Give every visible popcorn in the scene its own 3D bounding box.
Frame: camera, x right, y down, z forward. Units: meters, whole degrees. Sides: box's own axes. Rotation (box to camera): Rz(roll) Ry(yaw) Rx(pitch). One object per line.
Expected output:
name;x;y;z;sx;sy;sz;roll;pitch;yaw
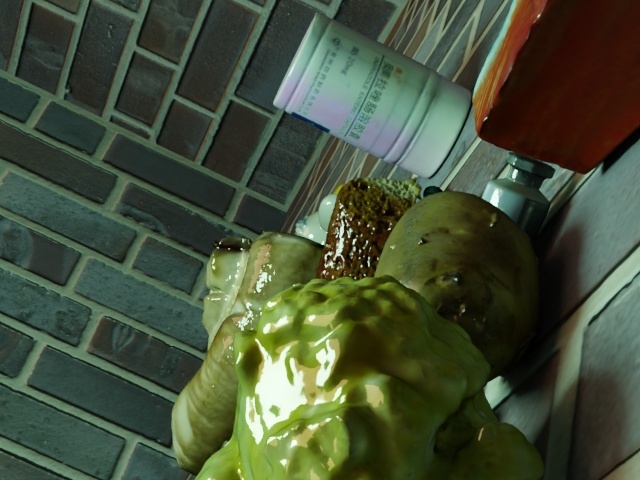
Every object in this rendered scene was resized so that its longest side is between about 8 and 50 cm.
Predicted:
popcorn;0.030;0.146;0.738;0.255;0.195;0.256;-25;76;46

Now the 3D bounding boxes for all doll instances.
doll;0.000;0.000;2.068;0.237;0.111;0.252;-62;-2;14

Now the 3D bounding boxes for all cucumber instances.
cucumber;0.148;-0.048;1.404;0.032;0.032;0.133;-63;5;12

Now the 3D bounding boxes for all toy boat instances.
toy boat;0.226;-0.195;0.801;0.332;0.145;0.133;119;167;-56

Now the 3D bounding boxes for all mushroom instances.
mushroom;-0.089;0.200;1.769;0.314;0.224;0.397;-9;63;62

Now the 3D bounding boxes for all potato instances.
potato;0.108;0.043;0.881;0.137;0.137;0.176;-59;4;43

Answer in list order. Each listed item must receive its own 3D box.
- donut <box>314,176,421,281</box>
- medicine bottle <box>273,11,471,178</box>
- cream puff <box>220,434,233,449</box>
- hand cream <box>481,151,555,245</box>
donut;0.046;0.053;1.389;0.151;0.112;0.295;115;171;-48
medicine bottle;0.076;-0.207;1.596;0.152;0.254;0.152;-63;6;12
cream puff;-0.080;0.293;1.565;0.146;0.116;0.146;-158;90;-83
hand cream;0.139;0.054;0.984;0.091;0.058;0.271;-106;35;-76
